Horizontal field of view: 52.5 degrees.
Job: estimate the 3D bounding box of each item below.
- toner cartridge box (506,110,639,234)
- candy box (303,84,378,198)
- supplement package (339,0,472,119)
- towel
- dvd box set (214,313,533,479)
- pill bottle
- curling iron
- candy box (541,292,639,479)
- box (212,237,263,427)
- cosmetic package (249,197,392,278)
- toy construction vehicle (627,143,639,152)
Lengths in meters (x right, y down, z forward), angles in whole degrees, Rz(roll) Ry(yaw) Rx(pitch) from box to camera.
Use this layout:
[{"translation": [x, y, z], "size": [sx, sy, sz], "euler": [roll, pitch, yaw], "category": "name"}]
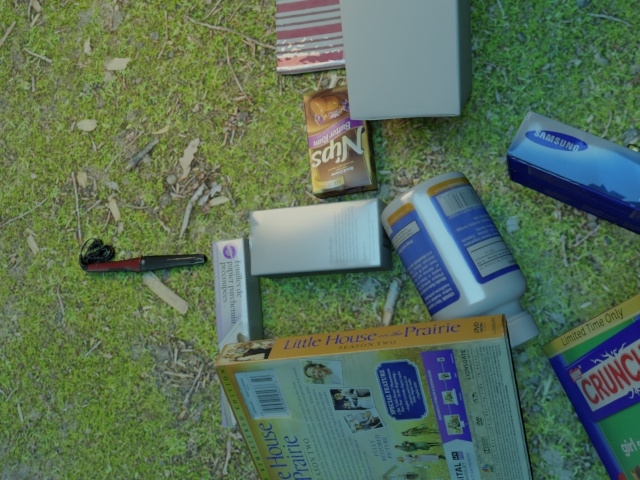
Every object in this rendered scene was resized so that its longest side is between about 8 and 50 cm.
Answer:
[{"translation": [0.444, -0.067, 0.924], "size": [0.348, 0.165, 0.075], "euler": [27, 90, 19], "category": "toner cartridge box"}, {"translation": [0.035, -0.173, 1.133], "size": [0.109, 0.053, 0.186], "euler": [-9, 81, 16], "category": "candy box"}, {"translation": [0.134, -0.350, 0.994], "size": [0.175, 0.177, 0.293], "euler": [1, 115, 18], "category": "supplement package"}, {"translation": [-0.011, -0.404, 1.195], "size": [0.144, 0.029, 0.197], "euler": [-1, 84, 18], "category": "towel"}, {"translation": [0.084, 0.270, 0.967], "size": [0.420, 0.062, 0.307], "euler": [-9, 115, 17], "category": "dvd box set"}, {"translation": [0.216, 0.045, 0.989], "size": [0.152, 0.152, 0.272], "euler": [-29, 75, 12], "category": "pill bottle"}, {"translation": [-0.346, 0.032, 1.237], "size": [0.274, 0.035, 0.068], "euler": [2, 83, 19], "category": "curling iron"}, {"translation": [0.454, 0.223, 0.809], "size": [0.122, 0.268, 0.317], "euler": [-15, 69, -16], "category": "candy box"}, {"translation": [-0.140, 0.159, 1.137], "size": [0.063, 0.067, 0.324], "euler": [-8, 81, 17], "category": "box"}, {"translation": [0.000, 0.000, 1.104], "size": [0.231, 0.085, 0.117], "euler": [-4, 81, 20], "category": "cosmetic package"}, {"translation": [0.521, -0.141, 0.976], "size": [0.098, 0.035, 0.086], "euler": [33, 94, 19], "category": "toy construction vehicle"}]
